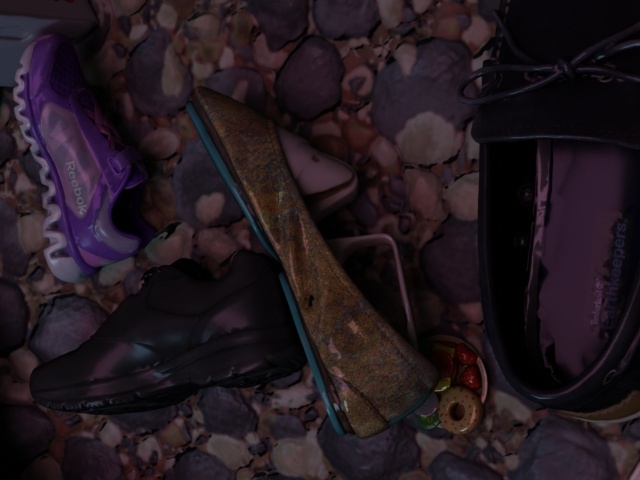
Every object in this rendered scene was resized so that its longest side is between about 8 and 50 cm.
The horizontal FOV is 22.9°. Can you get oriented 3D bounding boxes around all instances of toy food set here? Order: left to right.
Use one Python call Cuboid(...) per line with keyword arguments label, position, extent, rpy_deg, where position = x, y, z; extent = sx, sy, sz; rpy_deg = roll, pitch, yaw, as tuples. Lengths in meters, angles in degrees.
Cuboid(label="toy food set", position=(0.103, 0.122, 1.347), extent=(0.083, 0.020, 0.083), rpy_deg=(9, 98, 30))

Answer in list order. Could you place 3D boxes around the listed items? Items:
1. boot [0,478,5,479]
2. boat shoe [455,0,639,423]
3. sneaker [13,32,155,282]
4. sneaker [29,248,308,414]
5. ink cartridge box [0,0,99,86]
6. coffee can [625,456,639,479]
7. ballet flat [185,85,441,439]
Cuboid(label="boot", position=(-0.300, 0.252, 1.511), extent=(0.284, 0.138, 0.377), rpy_deg=(6, 74, 11))
Cuboid(label="boat shoe", position=(0.206, -0.104, 1.198), extent=(0.187, 0.156, 0.500), rpy_deg=(5, 94, 32))
Cuboid(label="sneaker", position=(-0.214, -0.080, 1.484), extent=(0.105, 0.095, 0.236), rpy_deg=(-7, 100, 24))
Cuboid(label="sneaker", position=(-0.145, 0.088, 1.458), extent=(0.286, 0.109, 0.130), rpy_deg=(-15, 78, 22))
Cuboid(label="ink cartridge box", position=(-0.378, -0.307, 1.492), extent=(0.129, 0.223, 0.307), rpy_deg=(-33, 76, 29))
Cuboid(label="coffee can", position=(0.358, 0.231, 1.098), extent=(0.275, 0.201, 0.201), rpy_deg=(31, 108, 26))
Cuboid(label="ballet flat", position=(0.000, 0.000, 1.353), extent=(0.123, 0.123, 0.348), rpy_deg=(-37, 67, 27))
